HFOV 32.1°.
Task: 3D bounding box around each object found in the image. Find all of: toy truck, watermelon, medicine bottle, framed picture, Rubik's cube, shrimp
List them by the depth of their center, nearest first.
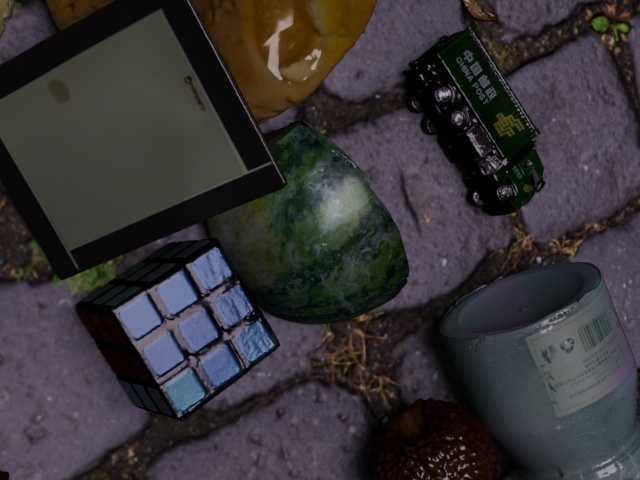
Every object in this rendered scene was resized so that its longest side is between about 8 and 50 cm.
[{"bbox_3d":[-0.235,-0.117,1.262,0.265,0.347,0.016,62,29,-12],"label":"framed picture"},{"bbox_3d":[-0.175,0.105,1.354,0.162,0.163,0.160,-35,104,-25],"label":"Rubik's cube"},{"bbox_3d":[0.000,0.000,1.469,0.224,0.180,0.305,-29,112,20],"label":"watermelon"},{"bbox_3d":[0.326,0.208,1.571,0.245,0.245,0.290,-28,103,-25],"label":"medicine bottle"},{"bbox_3d":[0.228,-0.166,1.613,0.121,0.088,0.259,-41,105,-22],"label":"toy truck"},{"bbox_3d":[0.260,-0.373,1.671,0.114,0.023,0.083,-25,103,-20],"label":"shrimp"}]

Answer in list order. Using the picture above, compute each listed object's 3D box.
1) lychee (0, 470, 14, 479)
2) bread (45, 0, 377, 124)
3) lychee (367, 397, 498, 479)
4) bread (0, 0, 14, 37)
[{"bbox_3d":[-0.433,0.335,1.148,0.275,0.276,0.304,27,41,-24],"label":"lychee"},{"bbox_3d":[-0.108,-0.313,1.292,0.250,0.394,0.361,-40,105,-40],"label":"bread"},{"bbox_3d":[0.159,0.315,1.515,0.188,0.188,0.188,1,88,-27],"label":"lychee"},{"bbox_3d":[-0.461,-0.332,1.190,0.405,0.242,0.346,1,91,-24],"label":"bread"}]
